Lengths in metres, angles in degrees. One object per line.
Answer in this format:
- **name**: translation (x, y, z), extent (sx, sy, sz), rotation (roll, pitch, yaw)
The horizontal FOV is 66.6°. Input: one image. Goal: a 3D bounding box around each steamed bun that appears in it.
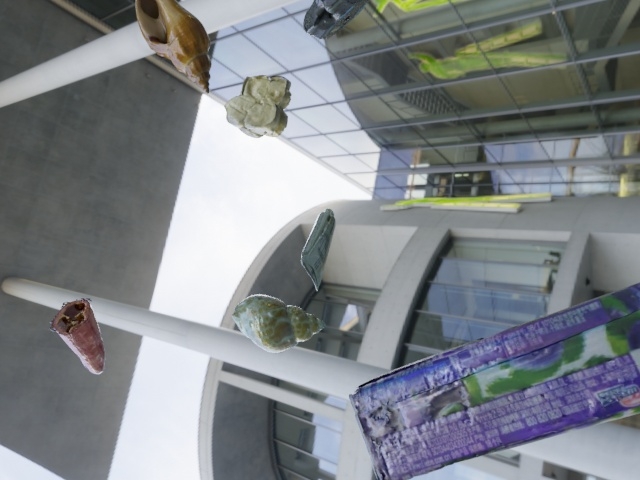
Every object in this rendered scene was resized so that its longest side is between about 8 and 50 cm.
- **steamed bun**: translation (-0.172, -0.369, 1.377), extent (0.106, 0.192, 0.178), rotation (63, -146, -66)

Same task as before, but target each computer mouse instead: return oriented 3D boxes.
- **computer mouse**: translation (0.014, -0.281, 0.582), extent (0.047, 0.079, 0.135), rotation (47, -147, -10)

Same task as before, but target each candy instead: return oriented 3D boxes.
- **candy**: translation (0.176, 0.111, 0.394), extent (0.061, 0.312, 0.088), rotation (20, -132, -64)

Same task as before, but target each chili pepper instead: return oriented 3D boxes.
- **chili pepper**: translation (-0.453, 0.202, 0.945), extent (0.088, 0.064, 0.169), rotation (-79, -12, -51)

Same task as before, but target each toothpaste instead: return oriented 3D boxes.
- **toothpaste**: translation (0.000, 0.000, 0.909), extent (0.255, 0.037, 0.067), rotation (-73, -38, -61)

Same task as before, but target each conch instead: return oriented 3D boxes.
- **conch**: translation (-0.099, 0.167, 1.003), extent (0.106, 0.173, 0.116), rotation (-59, -21, 19)
- **conch**: translation (-0.294, -0.428, 0.948), extent (0.331, 0.109, 0.093), rotation (61, -174, 8)
